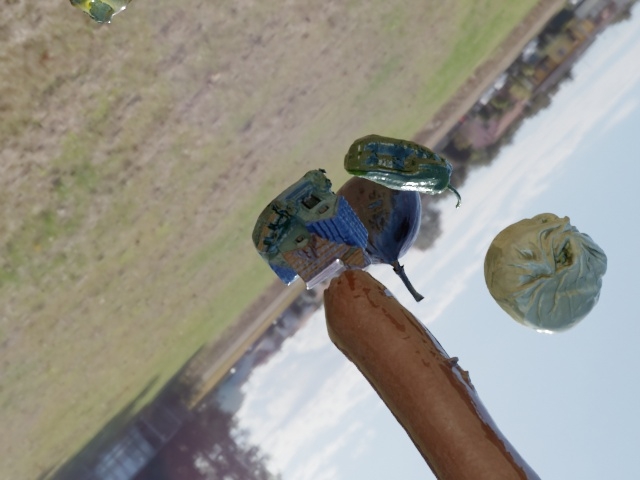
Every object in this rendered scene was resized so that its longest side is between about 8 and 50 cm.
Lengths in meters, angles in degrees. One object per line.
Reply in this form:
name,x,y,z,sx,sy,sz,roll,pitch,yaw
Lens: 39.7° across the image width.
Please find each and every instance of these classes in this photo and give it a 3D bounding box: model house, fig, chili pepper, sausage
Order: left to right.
model house,0.000,0.000,1.210,0.148,0.119,0.148,-39,-145,-11
fig,0.120,-0.018,1.765,0.204,0.186,0.250,115,-28,-46
chili pepper,0.136,-0.103,1.272,0.073,0.203,0.072,-175,-82,-68
sausage,0.124,0.183,0.869,0.094,0.419,0.094,-27,141,-12

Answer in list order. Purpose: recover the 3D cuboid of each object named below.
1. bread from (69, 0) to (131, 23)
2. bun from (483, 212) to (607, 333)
bread,-0.421,-0.508,1.520,0.174,0.251,0.133,-49,-145,20
bun,0.415,0.052,1.605,0.229,0.229,0.145,-46,173,-27
